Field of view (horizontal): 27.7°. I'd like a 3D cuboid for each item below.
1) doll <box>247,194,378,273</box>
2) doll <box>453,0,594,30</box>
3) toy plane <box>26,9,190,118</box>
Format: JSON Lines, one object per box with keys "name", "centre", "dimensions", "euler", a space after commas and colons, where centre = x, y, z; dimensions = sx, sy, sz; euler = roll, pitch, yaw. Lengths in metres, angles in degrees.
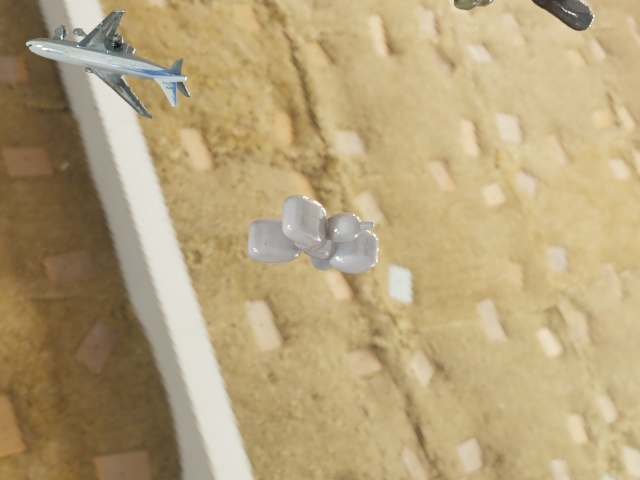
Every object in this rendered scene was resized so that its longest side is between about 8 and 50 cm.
{"name": "doll", "centre": [0.000, 0.000, 1.556], "dimensions": [0.160, 0.161, 0.059], "euler": [10, -112, -24]}
{"name": "doll", "centre": [0.107, -0.305, 1.006], "dimensions": [0.235, 0.174, 0.330], "euler": [-11, -126, -19]}
{"name": "toy plane", "centre": [-0.270, -0.230, 1.657], "dimensions": [0.226, 0.226, 0.058], "euler": [22, -116, 14]}
